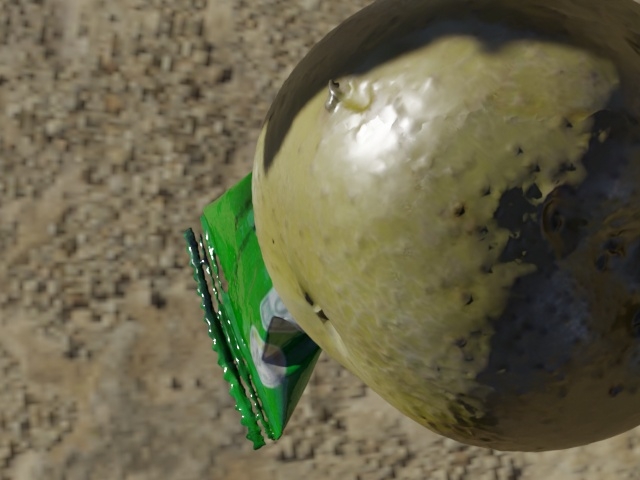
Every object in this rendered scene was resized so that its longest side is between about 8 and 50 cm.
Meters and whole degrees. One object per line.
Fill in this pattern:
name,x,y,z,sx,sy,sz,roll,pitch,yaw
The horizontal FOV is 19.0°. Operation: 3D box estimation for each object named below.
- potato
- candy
potato,0.053,-0.019,0.647,0.194,0.157,0.157,39,114,62
candy,-0.003,-0.002,0.980,0.203,0.078,0.141,-43,41,37
